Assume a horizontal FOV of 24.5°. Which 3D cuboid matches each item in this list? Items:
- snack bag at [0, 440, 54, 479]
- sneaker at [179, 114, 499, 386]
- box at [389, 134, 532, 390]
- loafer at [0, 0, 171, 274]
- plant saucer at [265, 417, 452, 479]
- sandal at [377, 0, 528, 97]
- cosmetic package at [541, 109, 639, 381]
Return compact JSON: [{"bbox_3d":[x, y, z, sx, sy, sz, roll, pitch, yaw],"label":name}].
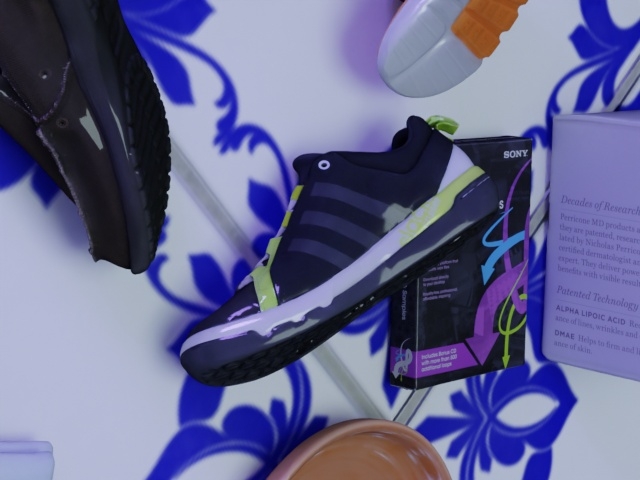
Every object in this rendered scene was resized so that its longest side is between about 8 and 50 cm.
[{"bbox_3d":[-0.276,0.261,0.677,0.323,0.037,0.343,4,93,-43],"label":"snack bag"},{"bbox_3d":[0.000,0.000,0.884,0.234,0.084,0.097,-31,79,-26],"label":"sneaker"},{"bbox_3d":[0.096,0.012,0.993,0.116,0.029,0.162,-8,101,-43],"label":"box"},{"bbox_3d":[-0.131,-0.078,0.741,0.080,0.078,0.220,-83,163,-56],"label":"loafer"},{"bbox_3d":[0.011,0.209,0.941,0.200,0.037,0.200,-10,104,-42],"label":"plant saucer"},{"bbox_3d":[0.107,-0.206,0.933,0.265,0.076,0.102,-53,151,-9],"label":"sandal"},{"bbox_3d":[0.267,0.001,1.069,0.151,0.151,0.184,-8,103,-43],"label":"cosmetic package"}]
